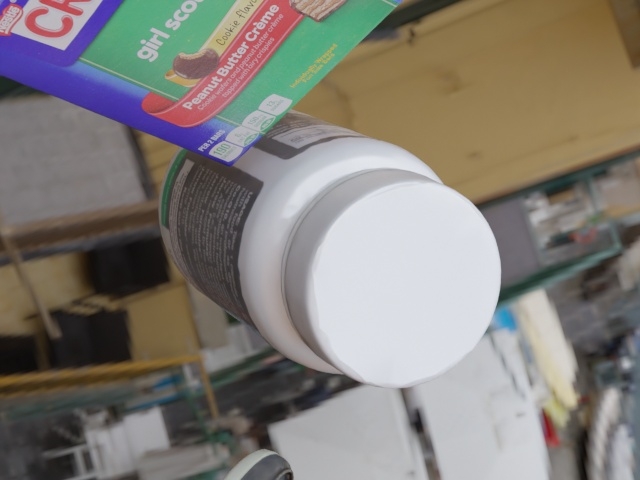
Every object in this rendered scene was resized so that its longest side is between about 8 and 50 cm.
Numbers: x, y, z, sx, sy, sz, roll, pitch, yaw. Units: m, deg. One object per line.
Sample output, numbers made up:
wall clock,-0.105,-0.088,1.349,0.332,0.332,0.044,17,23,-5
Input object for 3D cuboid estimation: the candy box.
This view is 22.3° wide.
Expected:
candy box,-0.114,-0.221,1.224,0.317,0.268,0.122,22,39,-38

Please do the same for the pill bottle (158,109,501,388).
pill bottle,0.000,0.000,1.439,0.204,0.361,0.204,-5,104,-21

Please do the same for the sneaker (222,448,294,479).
sneaker,-0.034,0.249,1.112,0.083,0.118,0.222,79,28,-48
